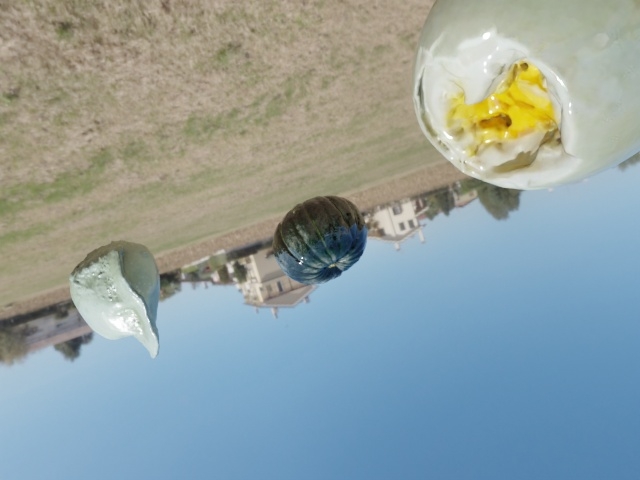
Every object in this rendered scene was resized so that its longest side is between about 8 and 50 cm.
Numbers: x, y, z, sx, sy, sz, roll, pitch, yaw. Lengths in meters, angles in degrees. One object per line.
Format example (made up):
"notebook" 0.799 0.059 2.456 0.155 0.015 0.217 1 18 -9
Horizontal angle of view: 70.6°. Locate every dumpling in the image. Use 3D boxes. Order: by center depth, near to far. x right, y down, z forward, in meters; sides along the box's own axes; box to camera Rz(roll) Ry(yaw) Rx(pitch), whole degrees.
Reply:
"dumpling" -0.265 0.077 0.583 0.107 0.153 0.219 2 165 -21

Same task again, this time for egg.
"egg" 0.270 -0.218 0.509 0.336 0.278 0.278 -43 -169 -21

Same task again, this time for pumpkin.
"pumpkin" 0.000 0.000 1.026 0.220 0.162 0.221 -19 148 -12
